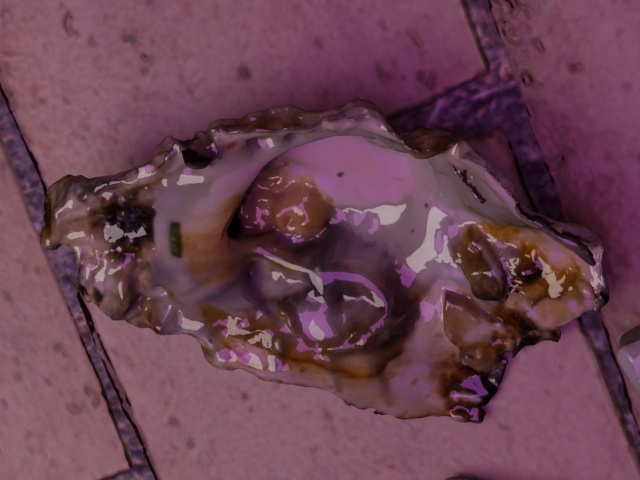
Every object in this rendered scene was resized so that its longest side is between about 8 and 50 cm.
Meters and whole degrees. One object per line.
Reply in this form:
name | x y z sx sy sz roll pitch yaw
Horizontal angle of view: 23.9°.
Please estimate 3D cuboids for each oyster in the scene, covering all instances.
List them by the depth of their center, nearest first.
oyster | 0.001 -0.004 0.962 0.354 0.107 0.201 14 123 0

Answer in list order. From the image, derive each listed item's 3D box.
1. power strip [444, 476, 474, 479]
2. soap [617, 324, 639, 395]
power strip | 0.158 0.208 0.980 0.192 0.035 0.081 10 102 12
soap | 0.275 0.113 0.918 0.121 0.064 0.183 -31 91 15
